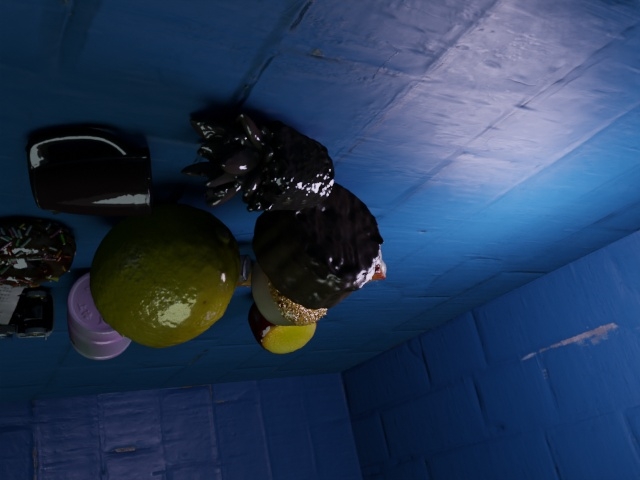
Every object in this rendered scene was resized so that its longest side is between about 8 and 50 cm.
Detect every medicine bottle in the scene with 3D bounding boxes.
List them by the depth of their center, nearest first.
[{"bbox_3d":[-0.686,0.239,1.892,0.212,0.212,0.325,-3,157,-21],"label":"medicine bottle"}]

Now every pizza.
[{"bbox_3d":[-0.286,0.119,2.018,0.161,0.062,0.182,-24,161,10],"label":"pizza"}]

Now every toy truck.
[{"bbox_3d":[-1.003,0.237,1.820,0.368,0.146,0.175,1,162,-22],"label":"toy truck"}]

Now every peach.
[{"bbox_3d":[-0.160,0.304,2.284,0.245,0.248,0.275,21,-178,31],"label":"peach"}]

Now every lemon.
[{"bbox_3d":[-0.358,0.061,1.481,0.364,0.364,0.364,-10,158,-4],"label":"lemon"}]

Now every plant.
[{"bbox_3d":[-0.124,-0.160,1.266,0.321,0.181,0.194,3,154,-43],"label":"plant"}]

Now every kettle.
[{"bbox_3d":[-0.465,-0.133,1.218,0.232,0.144,0.202,-4,137,-13],"label":"kettle"}]

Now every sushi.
[{"bbox_3d":[0.149,0.057,2.012,0.124,0.129,0.332,-10,153,7],"label":"sushi"}]

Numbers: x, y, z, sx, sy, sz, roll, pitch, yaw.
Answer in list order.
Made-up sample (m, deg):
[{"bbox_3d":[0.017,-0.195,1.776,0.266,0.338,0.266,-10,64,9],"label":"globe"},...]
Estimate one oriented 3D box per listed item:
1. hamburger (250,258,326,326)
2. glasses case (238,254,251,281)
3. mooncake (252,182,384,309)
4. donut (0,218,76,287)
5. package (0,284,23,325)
[{"bbox_3d":[-0.081,0.134,1.877,0.179,0.275,0.294,-16,172,28],"label":"hamburger"},{"bbox_3d":[-0.364,0.097,1.807,0.299,0.114,0.060,-6,119,8],"label":"glasses case"},{"bbox_3d":[-0.001,0.001,1.539,0.324,0.323,0.187,4,152,-35],"label":"mooncake"},{"bbox_3d":[-0.753,0.038,1.517,0.270,0.103,0.269,-9,157,-4],"label":"donut"},{"bbox_3d":[-0.955,0.147,1.623,0.251,0.062,0.204,21,127,-26],"label":"package"}]
